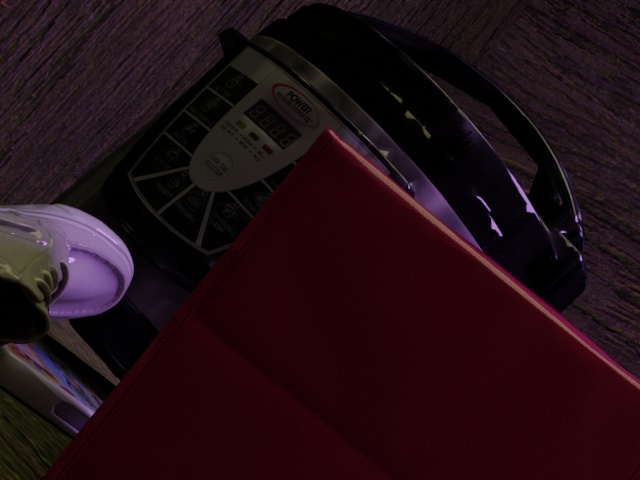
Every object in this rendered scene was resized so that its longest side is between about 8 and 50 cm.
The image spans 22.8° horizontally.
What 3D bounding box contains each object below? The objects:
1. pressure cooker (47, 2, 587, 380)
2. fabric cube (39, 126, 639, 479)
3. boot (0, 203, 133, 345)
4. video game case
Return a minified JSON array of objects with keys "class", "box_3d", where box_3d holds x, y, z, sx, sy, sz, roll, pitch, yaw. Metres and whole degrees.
[{"class":"pressure cooker","box_3d":[0.000,0.001,1.375,0.370,0.420,0.375,53,-9,-17]},{"class":"fabric cube","box_3d":[0.021,0.116,0.968,0.258,0.259,0.254,39,-2,0]},{"class":"boot","box_3d":[-0.208,0.033,1.054,0.258,0.095,0.123,15,24,-47]},{"class":"video game case","box_3d":[-0.191,0.111,1.190,0.206,0.026,0.227,42,-3,-28]}]
